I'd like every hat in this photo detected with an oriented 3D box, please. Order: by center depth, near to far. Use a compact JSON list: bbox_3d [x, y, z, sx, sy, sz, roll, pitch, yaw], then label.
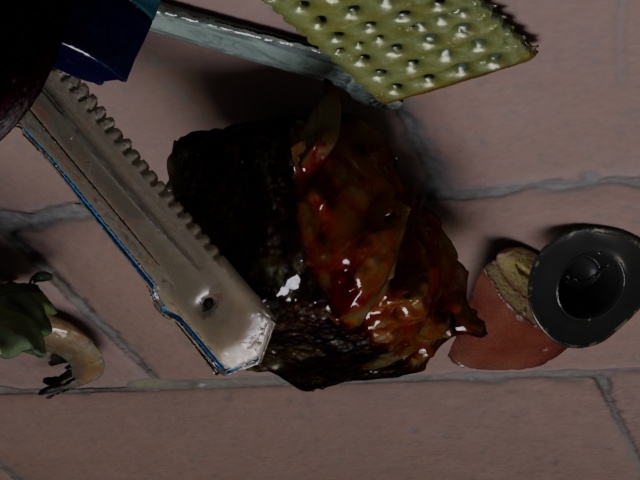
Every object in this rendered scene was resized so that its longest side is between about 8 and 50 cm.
[{"bbox_3d":[0.227,0.035,1.643,0.121,0.121,0.050,19,-169,-24],"label":"hat"}]

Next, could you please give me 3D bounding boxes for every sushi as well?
[{"bbox_3d":[0.000,0.000,1.494,0.181,0.196,0.343,-18,159,13],"label":"sushi"}]

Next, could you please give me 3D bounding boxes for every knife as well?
[{"bbox_3d":[-0.161,-0.051,1.360,0.365,0.043,0.089,48,122,3],"label":"knife"}]

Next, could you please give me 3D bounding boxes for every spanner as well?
[{"bbox_3d":[-0.063,-0.146,1.380,0.301,0.017,0.071,15,153,-18],"label":"spanner"}]

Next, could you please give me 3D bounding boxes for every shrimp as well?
[{"bbox_3d":[-0.324,0.115,1.976,0.219,0.046,0.152,-3,150,20],"label":"shrimp"}]

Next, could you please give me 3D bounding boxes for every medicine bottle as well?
[{"bbox_3d":[-0.084,-0.192,1.166,0.079,0.124,0.258,29,145,-34],"label":"medicine bottle"}]

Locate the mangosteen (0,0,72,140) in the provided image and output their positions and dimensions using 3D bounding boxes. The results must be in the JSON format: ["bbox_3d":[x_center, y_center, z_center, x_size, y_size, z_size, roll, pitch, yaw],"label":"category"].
[{"bbox_3d":[-0.287,-0.142,1.096,0.296,0.297,0.313,9,131,-5],"label":"mangosteen"}]

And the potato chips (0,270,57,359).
[{"bbox_3d":[-0.423,0.059,1.717,0.389,0.097,0.373,-3,171,35],"label":"potato chips"}]

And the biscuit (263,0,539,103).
[{"bbox_3d":[0.036,-0.165,1.302,0.139,0.016,0.231,-14,146,32],"label":"biscuit"}]

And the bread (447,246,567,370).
[{"bbox_3d":[0.185,0.069,1.717,0.119,0.067,0.192,7,155,0],"label":"bread"}]
